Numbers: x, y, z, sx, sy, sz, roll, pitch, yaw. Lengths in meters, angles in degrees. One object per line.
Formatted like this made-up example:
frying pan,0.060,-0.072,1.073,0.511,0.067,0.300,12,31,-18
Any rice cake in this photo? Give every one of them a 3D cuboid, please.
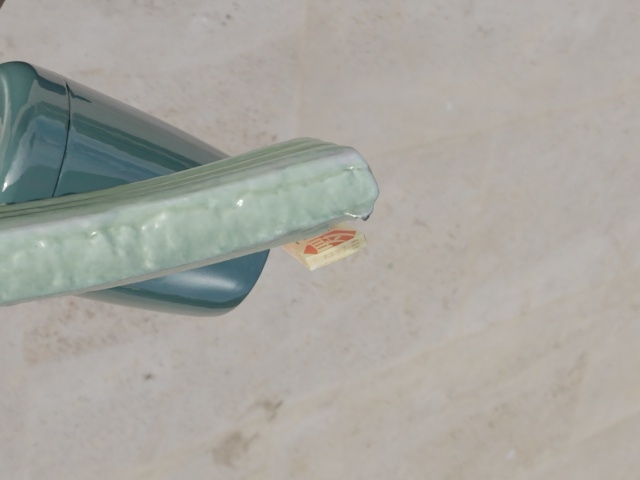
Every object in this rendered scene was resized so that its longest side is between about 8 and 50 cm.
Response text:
rice cake,-0.095,-0.006,0.543,0.237,0.127,0.043,-11,100,-13

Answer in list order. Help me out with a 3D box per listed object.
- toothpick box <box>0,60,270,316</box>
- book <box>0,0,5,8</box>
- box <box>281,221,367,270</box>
toothpick box,-0.121,-0.020,0.711,0.184,0.120,0.120,20,102,-33
book,-0.223,-0.301,0.741,0.300,0.039,0.428,-55,173,6
box,0.000,0.000,1.105,0.058,0.093,0.015,-22,109,-13
